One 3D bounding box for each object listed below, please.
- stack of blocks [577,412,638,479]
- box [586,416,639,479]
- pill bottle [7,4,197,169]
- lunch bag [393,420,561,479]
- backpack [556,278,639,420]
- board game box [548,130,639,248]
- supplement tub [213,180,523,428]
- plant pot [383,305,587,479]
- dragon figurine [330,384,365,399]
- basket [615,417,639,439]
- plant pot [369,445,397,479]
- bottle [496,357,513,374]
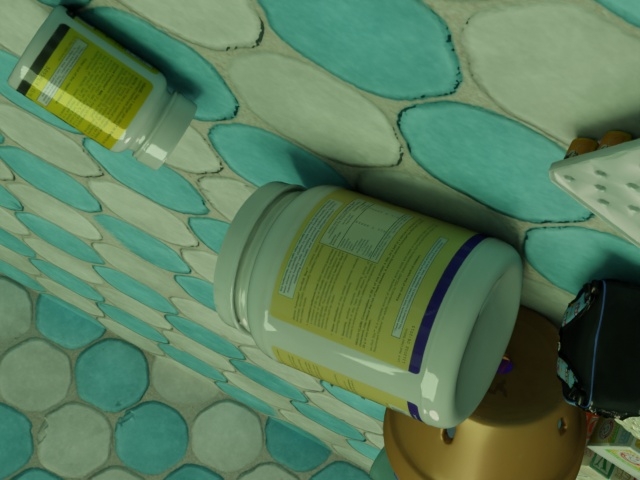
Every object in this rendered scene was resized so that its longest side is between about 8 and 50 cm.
[{"bbox_3d":[0.498,0.372,1.674,0.297,0.171,0.087,36,160,-21],"label":"stack of blocks"},{"bbox_3d":[0.498,0.291,1.543,0.203,0.114,0.103,33,161,-12],"label":"box"},{"bbox_3d":[-0.264,-0.183,1.343,0.208,0.119,0.119,33,161,-15],"label":"pill bottle"},{"bbox_3d":[0.292,0.367,1.877,0.303,0.115,0.243,-19,138,22],"label":"lunch bag"},{"bbox_3d":[0.339,0.127,1.272,0.117,0.158,0.173,9,175,2],"label":"backpack"},{"bbox_3d":[0.451,-0.001,0.916,0.390,0.050,0.390,33,161,-18],"label":"board game box"},{"bbox_3d":[0.059,0.069,1.366,0.331,0.241,0.241,20,161,24],"label":"supplement tub"},{"bbox_3d":[0.238,0.220,1.515,0.291,0.291,0.203,23,144,16],"label":"plant pot"},{"bbox_3d":[0.094,0.255,2.070,0.289,0.085,0.144,34,160,-31],"label":"dragon figurine"},{"bbox_3d":[0.442,0.204,1.388,0.167,0.113,0.103,38,162,-26],"label":"basket"},{"bbox_3d":[0.250,0.500,2.270,0.255,0.271,0.271,37,166,20],"label":"plant pot"},{"bbox_3d":[0.212,0.220,1.795,0.283,0.092,0.118,7,152,48],"label":"bottle"}]
